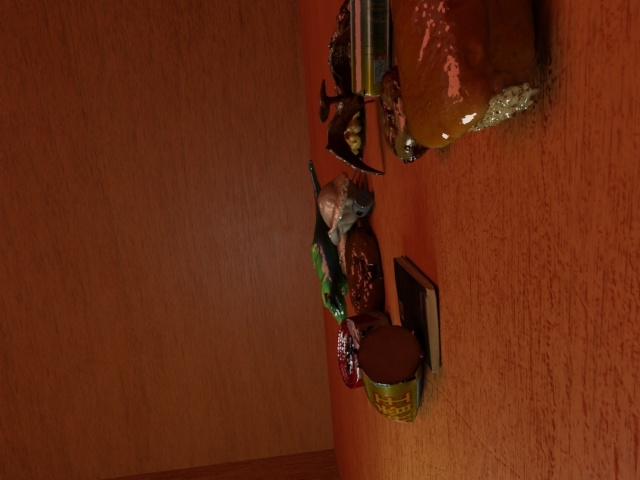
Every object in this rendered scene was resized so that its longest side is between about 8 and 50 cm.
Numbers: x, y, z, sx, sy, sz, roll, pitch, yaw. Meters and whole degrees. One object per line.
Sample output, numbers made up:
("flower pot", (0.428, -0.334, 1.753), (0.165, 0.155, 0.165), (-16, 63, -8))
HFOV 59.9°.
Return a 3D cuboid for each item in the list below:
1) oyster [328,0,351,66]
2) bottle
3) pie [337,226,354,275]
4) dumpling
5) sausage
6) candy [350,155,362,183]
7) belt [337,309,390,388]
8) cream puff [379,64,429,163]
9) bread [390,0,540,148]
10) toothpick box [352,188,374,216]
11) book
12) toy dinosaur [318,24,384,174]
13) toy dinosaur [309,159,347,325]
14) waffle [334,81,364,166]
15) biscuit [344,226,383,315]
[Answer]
("oyster", (0.070, -0.512, 1.343), (0.214, 0.083, 0.223), (-131, 42, -77))
("bottle", (0.097, -0.430, 1.073), (0.082, 0.082, 0.286), (-105, 10, -61))
("pie", (0.079, -0.027, 1.798), (0.128, 0.068, 0.283), (0, -103, -78))
("dumpling", (0.053, -0.076, 1.599), (0.252, 0.131, 0.179), (100, 176, -67))
("sausage", (0.139, 0.285, 1.105), (0.117, 0.125, 0.317), (-59, -24, -28))
("candy", (0.097, -0.186, 1.627), (0.202, 0.061, 0.061), (112, 153, -61))
("belt", (0.120, 0.276, 1.419), (0.128, 0.124, 0.201), (-136, 43, -56))
("cream puff", (0.140, -0.192, 0.841), (0.149, 0.084, 0.149), (171, 90, -87))
("bread", (0.142, -0.223, 0.577), (0.174, 0.121, 0.246), (141, 125, -86))
("toothpick box", (0.111, -0.098, 1.471), (0.083, 0.052, 0.052), (96, 167, -74))
("book", (0.183, 0.132, 1.067), (0.228, 0.024, 0.160), (-118, 21, -76))
("toy dinosaur", (0.086, -0.325, 1.217), (0.206, 0.112, 0.327), (11, -86, -58))
("toy dinosaur", (0.000, 0.000, 1.838), (0.374, 0.143, 0.500), (-80, -26, -75))
("waffle", (0.074, -0.362, 1.575), (0.301, 0.058, 0.282), (96, 169, -66))
("biscuit", (0.113, 0.099, 1.555), (0.296, 0.075, 0.296), (174, 90, -85))
